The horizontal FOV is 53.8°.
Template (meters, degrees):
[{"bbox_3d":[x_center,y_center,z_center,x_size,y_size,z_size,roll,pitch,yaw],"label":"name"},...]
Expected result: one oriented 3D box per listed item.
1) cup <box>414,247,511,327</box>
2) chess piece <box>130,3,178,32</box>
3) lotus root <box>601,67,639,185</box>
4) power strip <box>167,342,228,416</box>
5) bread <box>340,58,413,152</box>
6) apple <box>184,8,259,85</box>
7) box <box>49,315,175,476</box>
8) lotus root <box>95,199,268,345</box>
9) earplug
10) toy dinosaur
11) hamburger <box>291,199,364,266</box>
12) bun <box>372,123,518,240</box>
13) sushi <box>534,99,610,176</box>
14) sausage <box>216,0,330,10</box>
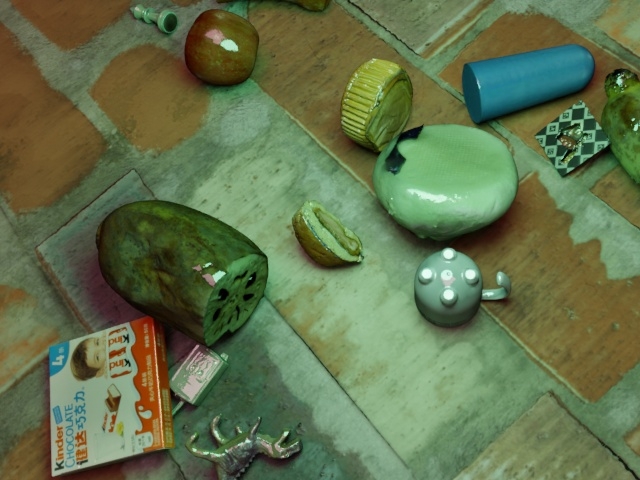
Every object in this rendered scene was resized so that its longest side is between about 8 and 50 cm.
[{"bbox_3d":[0.265,0.096,1.218,0.173,0.142,0.134,30,76,19],"label":"cup"},{"bbox_3d":[-0.452,-0.596,1.677,0.149,0.059,0.059,24,74,24],"label":"chess piece"},{"bbox_3d":[0.675,-0.216,1.261,0.173,0.173,0.309,-25,66,0],"label":"lotus root"},{"bbox_3d":[-0.263,0.293,1.290,0.075,0.042,0.175,31,77,19],"label":"power strip"},{"bbox_3d":[0.119,-0.296,1.374,0.104,0.199,0.199,28,76,23],"label":"bread"},{"bbox_3d":[-0.237,-0.463,1.520,0.168,0.181,0.181,11,69,-9],"label":"apple"},{"bbox_3d":[-0.433,0.316,1.290,0.265,0.048,0.273,-19,66,14],"label":"box"},{"bbox_3d":[-0.292,0.044,1.281,0.346,0.250,0.250,23,74,21],"label":"lotus root"},{"bbox_3d":[0.460,-0.353,1.374,0.273,0.132,0.132,-14,67,1],"label":"earplug"},{"bbox_3d":[-0.167,0.438,1.203,0.200,0.072,0.251,36,69,11],"label":"toy dinosaur"},{"bbox_3d":[-0.001,0.005,1.320,0.102,0.176,0.087,-35,28,36],"label":"hamburger"},{"bbox_3d":[0.250,-0.099,1.282,0.293,0.187,0.293,-2,45,2],"label":"bun"},{"bbox_3d":[0.536,-0.214,1.337,0.120,0.026,0.126,-39,56,29],"label":"sushi"},{"bbox_3d":[-0.123,-0.640,1.601,0.302,0.076,0.103,4,69,2],"label":"sausage"}]
